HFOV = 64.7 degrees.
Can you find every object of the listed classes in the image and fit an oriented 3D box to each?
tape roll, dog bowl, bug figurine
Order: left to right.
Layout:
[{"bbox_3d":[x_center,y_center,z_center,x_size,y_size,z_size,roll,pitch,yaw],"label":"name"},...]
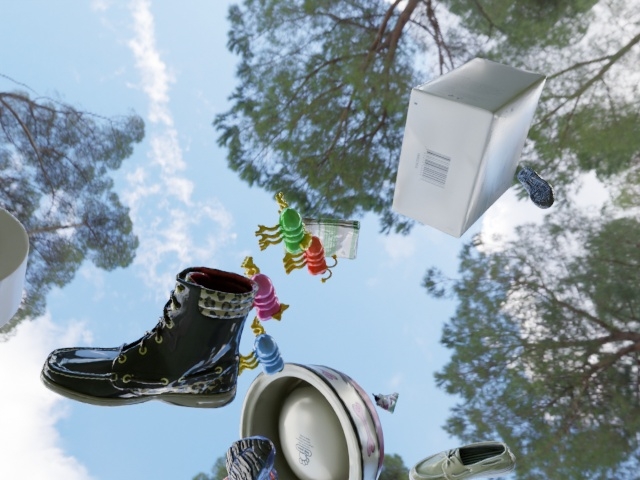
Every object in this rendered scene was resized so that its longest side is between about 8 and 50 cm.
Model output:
[{"bbox_3d":[-0.714,0.055,0.985,0.246,0.169,0.246,20,-141,-17],"label":"tape roll"},{"bbox_3d":[-0.054,0.068,0.774,0.072,0.216,0.279,11,-124,21],"label":"bug figurine"},{"bbox_3d":[-0.017,0.501,1.272,0.150,0.408,0.407,2,-111,-50],"label":"dog bowl"}]

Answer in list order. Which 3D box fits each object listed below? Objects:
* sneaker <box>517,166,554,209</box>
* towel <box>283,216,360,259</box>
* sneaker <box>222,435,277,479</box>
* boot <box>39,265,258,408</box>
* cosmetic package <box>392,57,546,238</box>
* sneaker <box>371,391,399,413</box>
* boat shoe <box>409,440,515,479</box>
[{"bbox_3d":[0.504,-0.111,1.153,0.089,0.051,0.170,35,-152,-28],"label":"sneaker"},{"bbox_3d":[0.000,0.000,0.998,0.152,0.113,0.023,2,-131,0],"label":"towel"},{"bbox_3d":[-0.111,0.394,0.854,0.087,0.221,0.083,-6,-133,-31],"label":"sneaker"},{"bbox_3d":[-0.201,0.111,0.616,0.237,0.085,0.178,11,-68,-19],"label":"boot"},{"bbox_3d":[0.251,-0.163,0.863,0.138,0.224,0.225,27,-137,27],"label":"cosmetic package"},{"bbox_3d":[0.171,0.422,1.352,0.069,0.098,0.038,19,-84,13],"label":"sneaker"},{"bbox_3d":[0.394,0.629,1.441,0.303,0.109,0.094,-19,-61,12],"label":"boat shoe"}]
